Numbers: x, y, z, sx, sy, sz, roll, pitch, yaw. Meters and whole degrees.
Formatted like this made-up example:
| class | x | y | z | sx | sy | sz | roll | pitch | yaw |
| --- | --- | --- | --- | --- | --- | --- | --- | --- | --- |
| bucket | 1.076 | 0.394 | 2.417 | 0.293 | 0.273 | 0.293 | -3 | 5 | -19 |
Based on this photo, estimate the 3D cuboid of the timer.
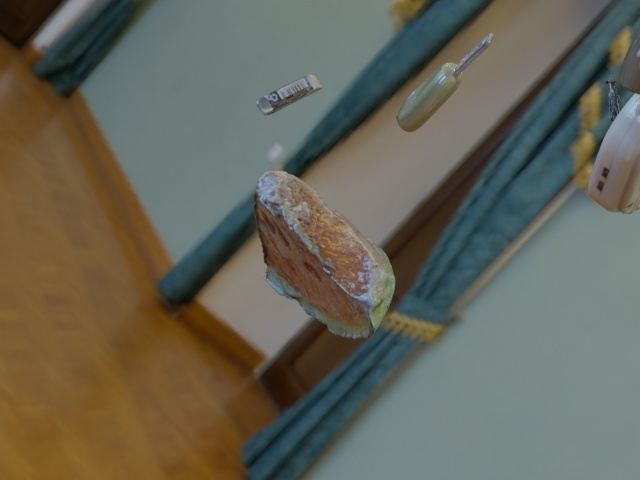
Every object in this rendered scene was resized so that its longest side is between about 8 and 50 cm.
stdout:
| class | x | y | z | sx | sy | sz | roll | pitch | yaw |
| --- | --- | --- | --- | --- | --- | --- | --- | --- | --- |
| timer | 0.500 | -0.161 | 1.950 | 0.087 | 0.262 | 0.237 | 40 | -26 | 19 |

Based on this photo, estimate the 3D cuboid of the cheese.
| class | x | y | z | sx | sy | sz | roll | pitch | yaw |
| --- | --- | --- | --- | --- | --- | --- | --- | --- | --- |
| cheese | 0.183 | -0.232 | 1.924 | 0.037 | 0.192 | 0.097 | 39 | 41 | -9 |

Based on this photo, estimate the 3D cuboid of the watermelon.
| class | x | y | z | sx | sy | sz | roll | pitch | yaw |
| --- | --- | --- | --- | --- | --- | --- | --- | --- | --- |
| watermelon | 0.000 | 0.000 | 1.069 | 0.187 | 0.071 | 0.139 | 25 | -30 | 57 |

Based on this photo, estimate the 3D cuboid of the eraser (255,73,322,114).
| class | x | y | z | sx | sy | sz | roll | pitch | yaw |
| --- | --- | --- | --- | --- | --- | --- | --- | --- | --- |
| eraser | -0.043 | -0.200 | 1.840 | 0.027 | 0.099 | 0.019 | 57 | -18 | 11 |

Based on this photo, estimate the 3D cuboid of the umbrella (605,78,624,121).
| class | x | y | z | sx | sy | sz | roll | pitch | yaw |
| --- | --- | --- | --- | --- | --- | --- | --- | --- | --- |
| umbrella | 0.484 | -0.226 | 2.199 | 0.020 | 0.031 | 0.083 | 68 | 12 | -73 |

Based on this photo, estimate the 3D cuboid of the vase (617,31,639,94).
| class | x | y | z | sx | sy | sz | roll | pitch | yaw |
| --- | --- | --- | --- | --- | --- | --- | --- | --- | --- |
| vase | 0.426 | -0.244 | 1.743 | 0.053 | 0.101 | 0.053 | 10 | 31 | -6 |
